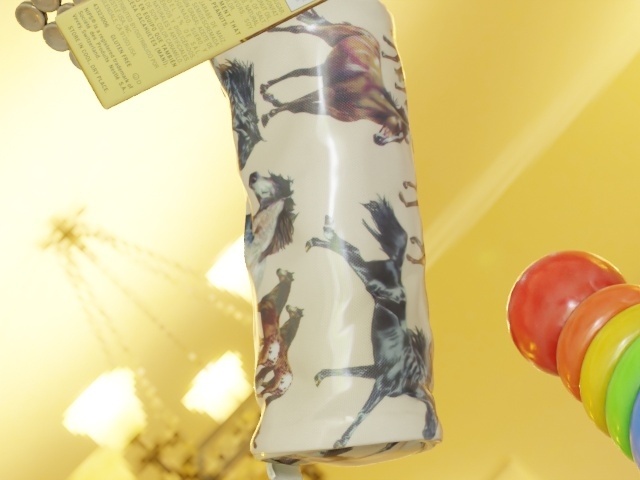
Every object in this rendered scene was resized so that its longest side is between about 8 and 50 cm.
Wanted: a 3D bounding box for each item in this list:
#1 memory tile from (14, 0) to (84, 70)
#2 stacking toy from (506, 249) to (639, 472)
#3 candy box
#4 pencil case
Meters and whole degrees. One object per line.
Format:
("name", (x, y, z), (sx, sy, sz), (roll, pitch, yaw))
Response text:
("memory tile", (-0.253, -0.231, 1.865), (0.113, 0.148, 0.012), (-42, 14, 44))
("stacking toy", (0.219, 0.093, 1.082), (0.141, 0.330, 0.141), (-10, -65, -23))
("candy box", (-0.017, -0.132, 0.779), (0.186, 0.053, 0.109), (-23, 14, 22))
("pencil case", (0.000, 0.000, 1.459), (0.160, 0.410, 0.183), (-2, -7, -40))
